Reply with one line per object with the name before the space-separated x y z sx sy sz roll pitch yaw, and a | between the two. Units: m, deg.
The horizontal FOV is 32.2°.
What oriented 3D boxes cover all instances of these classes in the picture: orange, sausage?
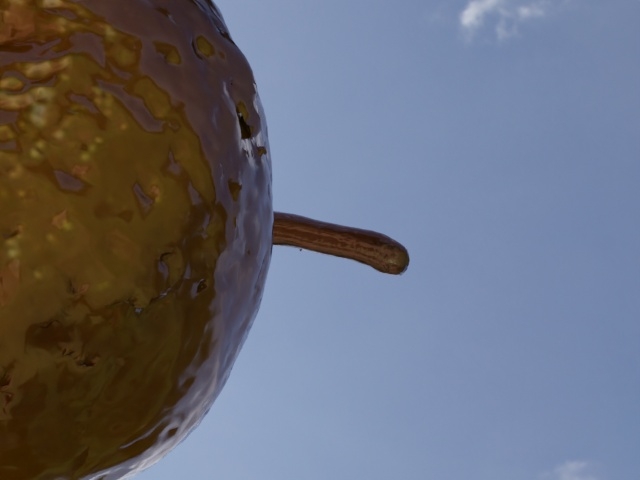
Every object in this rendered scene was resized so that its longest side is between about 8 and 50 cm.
orange | -0.190 -0.016 0.557 0.341 0.340 0.293 8 -29 -12
sausage | 0.000 0.000 1.132 0.186 0.043 0.043 12 -57 9
